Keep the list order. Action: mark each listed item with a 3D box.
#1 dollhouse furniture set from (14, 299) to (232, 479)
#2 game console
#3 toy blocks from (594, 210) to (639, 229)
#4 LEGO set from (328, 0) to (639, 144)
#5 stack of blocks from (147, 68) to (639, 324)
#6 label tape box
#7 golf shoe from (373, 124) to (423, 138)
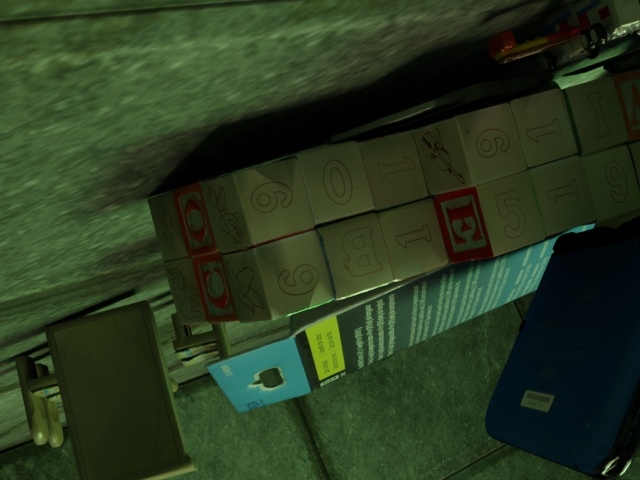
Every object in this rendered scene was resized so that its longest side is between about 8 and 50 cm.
[{"bbox_3d":[-0.187,0.167,1.197,0.212,0.161,0.242,-15,169,-3],"label":"dollhouse furniture set"},{"bbox_3d":[0.261,0.061,0.823,0.293,0.173,0.250,135,-21,-84],"label":"game console"},{"bbox_3d":[0.417,0.052,1.246,0.191,0.261,0.381,-53,-177,-20],"label":"toy blocks"},{"bbox_3d":[0.140,-0.123,0.735,0.244,0.060,0.182,-17,-179,33],"label":"LEGO set"},{"bbox_3d":[0.063,-0.028,0.760,0.297,0.087,0.171,-16,-178,-30],"label":"stack of blocks"},{"bbox_3d":[0.058,0.021,1.034,0.347,0.115,0.249,-22,163,-4],"label":"label tape box"},{"bbox_3d":[0.019,-0.021,0.870,0.176,0.086,0.069,-20,174,-15],"label":"golf shoe"}]
